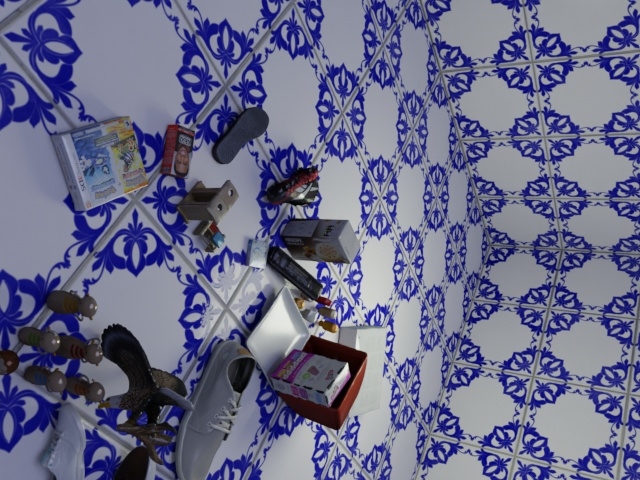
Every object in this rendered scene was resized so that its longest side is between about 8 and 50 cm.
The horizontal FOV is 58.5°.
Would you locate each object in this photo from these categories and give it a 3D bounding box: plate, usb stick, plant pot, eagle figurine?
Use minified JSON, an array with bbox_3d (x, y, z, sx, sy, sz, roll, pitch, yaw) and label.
[{"bbox_3d":[-0.156,0.348,2.046,0.278,0.045,0.277,-56,138,-37],"label":"plate"},{"bbox_3d":[-0.091,0.121,2.067,0.278,0.045,0.077,43,65,-33],"label":"usb stick"},{"bbox_3d":[0.018,0.558,2.163,0.267,0.268,0.235,-54,147,-39],"label":"plant pot"},{"bbox_3d":[-0.435,0.355,1.398,0.225,0.298,0.226,11,126,-21],"label":"eagle figurine"}]

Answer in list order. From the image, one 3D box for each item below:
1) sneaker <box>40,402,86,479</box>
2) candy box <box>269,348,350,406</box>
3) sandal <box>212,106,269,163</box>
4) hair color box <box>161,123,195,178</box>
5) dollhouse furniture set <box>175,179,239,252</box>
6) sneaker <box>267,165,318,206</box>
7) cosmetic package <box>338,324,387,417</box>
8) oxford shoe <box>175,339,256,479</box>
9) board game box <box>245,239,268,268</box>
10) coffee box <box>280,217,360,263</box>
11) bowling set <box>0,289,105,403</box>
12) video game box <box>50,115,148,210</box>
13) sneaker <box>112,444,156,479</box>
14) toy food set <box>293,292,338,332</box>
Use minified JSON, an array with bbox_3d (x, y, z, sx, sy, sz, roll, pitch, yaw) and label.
[{"bbox_3d":[-0.612,0.493,1.345,0.094,0.080,0.212,-7,101,-45],"label":"sneaker"},{"bbox_3d":[-0.035,0.476,1.994,0.159,0.234,0.071,-44,131,-43],"label":"candy box"},{"bbox_3d":[-0.261,-0.342,1.817,0.254,0.055,0.097,-48,125,-30],"label":"sandal"},{"bbox_3d":[-0.400,-0.249,1.609,0.072,0.043,0.141,13,83,-58],"label":"hair color box"},{"bbox_3d":[-0.305,-0.071,1.695,0.129,0.129,0.183,-59,137,-35],"label":"dollhouse furniture set"},{"bbox_3d":[-0.087,-0.168,2.047,0.276,0.098,0.135,-39,122,-50],"label":"sneaker"},{"bbox_3d":[0.178,0.571,2.536,0.284,0.098,0.376,12,83,-58],"label":"cosmetic package"},{"bbox_3d":[-0.315,0.526,1.749,0.169,0.130,0.449,44,58,-52],"label":"oxford shoe"},{"bbox_3d":[-0.215,0.047,1.946,0.090,0.020,0.089,17,79,-57],"label":"board game box"},{"bbox_3d":[0.000,0.000,2.063,0.098,0.247,0.141,-61,140,-35],"label":"coffee box"},{"bbox_3d":[-0.594,0.267,1.266,0.200,0.154,0.286,-28,116,-53],"label":"bowling set"},{"bbox_3d":[-0.535,-0.193,1.407,0.205,0.048,0.187,-37,126,-49],"label":"video game box"},{"bbox_3d":[-0.491,0.686,1.533,0.123,0.106,0.290,23,83,-62],"label":"sneaker"},{"bbox_3d":[-0.026,0.265,2.221,0.232,0.105,0.111,34,76,-31],"label":"toy food set"}]
